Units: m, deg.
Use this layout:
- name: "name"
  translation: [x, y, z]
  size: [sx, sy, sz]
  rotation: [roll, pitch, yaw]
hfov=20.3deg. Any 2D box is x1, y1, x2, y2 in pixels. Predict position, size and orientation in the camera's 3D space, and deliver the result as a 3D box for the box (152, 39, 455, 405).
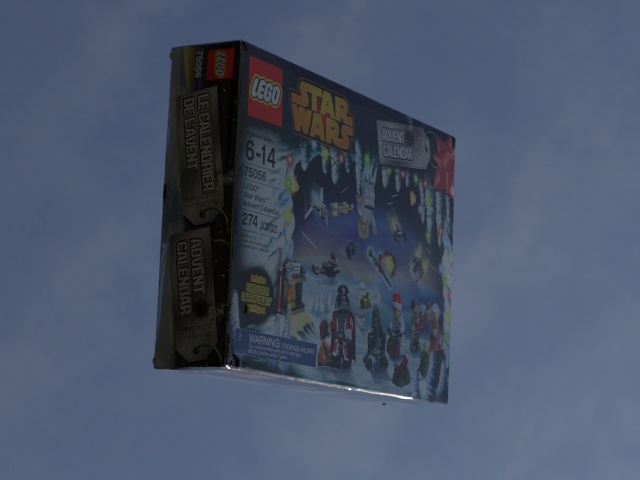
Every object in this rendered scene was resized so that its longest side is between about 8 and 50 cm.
- name: "box"
  translation: [0.000, 0.000, 0.554]
  size: [0.027, 0.137, 0.094]
  rotation: [-4, -100, 30]
